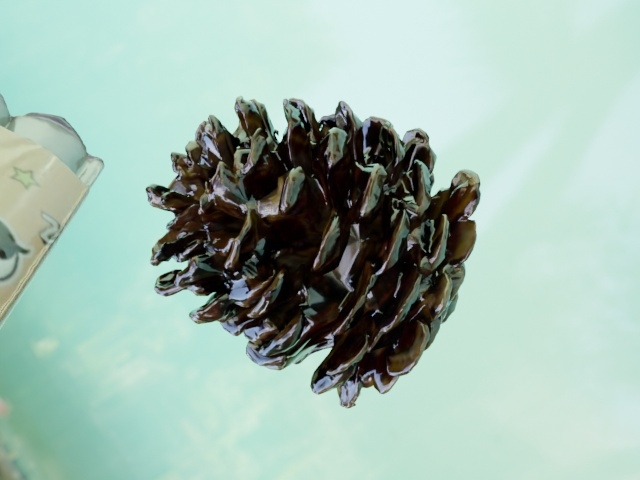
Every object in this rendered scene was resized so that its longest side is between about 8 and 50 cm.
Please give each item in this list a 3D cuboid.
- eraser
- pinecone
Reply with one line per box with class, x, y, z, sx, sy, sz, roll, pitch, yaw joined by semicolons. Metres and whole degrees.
eraser;-0.284;-0.013;1.421;0.171;0.290;0.087;30;123;-4
pinecone;0.000;0.000;1.494;0.272;0.224;0.224;32;177;-25
